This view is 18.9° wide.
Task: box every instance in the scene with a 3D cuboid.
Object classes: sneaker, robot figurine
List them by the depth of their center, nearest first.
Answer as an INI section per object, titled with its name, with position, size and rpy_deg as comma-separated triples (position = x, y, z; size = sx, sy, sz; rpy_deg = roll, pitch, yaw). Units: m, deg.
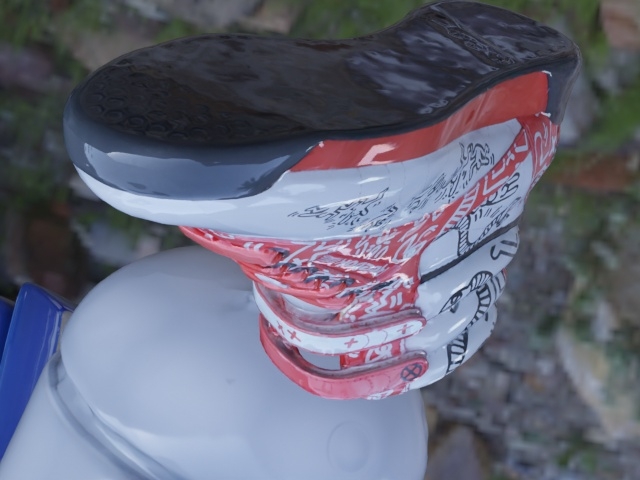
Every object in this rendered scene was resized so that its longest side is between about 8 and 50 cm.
[sneaker]
position = 0.001, 0.000, 0.695
size = 0.090, 0.145, 0.270
rpy_deg = 27, -155, 26
[robot figurine]
position = -0.073, 0.151, 0.997
size = 0.199, 0.353, 0.300
rpy_deg = 30, -164, 8

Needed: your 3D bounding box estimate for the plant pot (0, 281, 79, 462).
[plant pot]
position = -0.266, 0.165, 1.660
size = 0.212, 0.236, 0.236
rpy_deg = -3, 157, 32
